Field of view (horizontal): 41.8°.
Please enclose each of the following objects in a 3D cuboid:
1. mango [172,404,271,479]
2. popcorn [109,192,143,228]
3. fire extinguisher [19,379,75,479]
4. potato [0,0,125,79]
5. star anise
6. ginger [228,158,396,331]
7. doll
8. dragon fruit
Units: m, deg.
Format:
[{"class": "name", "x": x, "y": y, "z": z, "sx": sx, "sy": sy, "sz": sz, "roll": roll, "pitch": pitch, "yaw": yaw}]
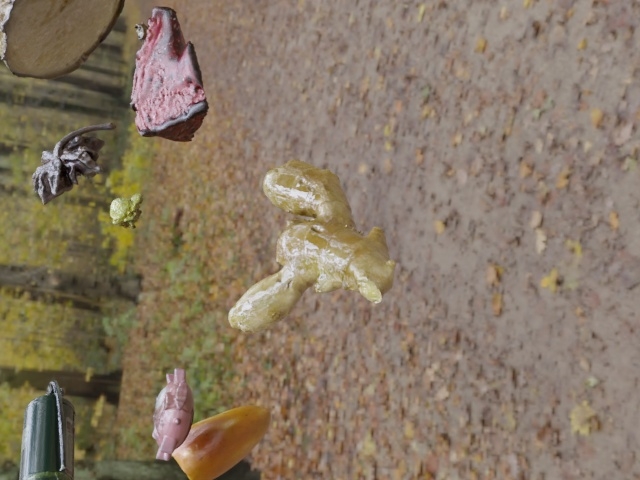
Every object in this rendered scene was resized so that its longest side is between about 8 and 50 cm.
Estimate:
[{"class": "mango", "x": -0.240, "y": 0.508, "z": 2.139, "sx": 0.138, "sy": 0.257, "sz": 0.187, "roll": 53, "pitch": 175, "yaw": 30}, {"class": "popcorn", "x": -0.386, "y": -0.063, "z": 1.685, "sx": 0.083, "sy": 0.068, "sz": 0.059, "roll": -44, "pitch": 44, "yaw": -8}, {"class": "fire extinguisher", "x": -0.472, "y": 0.347, "z": 1.464, "sx": 0.294, "sy": 0.093, "sz": 0.118, "roll": -108, "pitch": 34, "yaw": -49}, {"class": "potato", "x": -0.539, "y": -0.477, "z": 1.467, "sx": 0.290, "sy": 0.296, "sz": 0.397, "roll": -49, "pitch": -7, "yaw": -11}, {"class": "star anise", "x": -0.560, "y": -0.180, "z": 1.879, "sx": 0.209, "sy": 0.089, "sz": 0.231, "roll": -2, "pitch": 54, "yaw": 32}, {"class": "ginger", "x": 0.012, "y": -0.003, "z": 1.538, "sx": 0.348, "sy": 0.122, "sz": 0.363, "roll": -4, "pitch": 52, "yaw": 33}, {"class": "doll", "x": -0.342, "y": 0.403, "z": 1.955, "sx": 0.262, "sy": 0.093, "sz": 0.211, "roll": 122, "pitch": 155, "yaw": -57}, {"class": "dragon fruit", "x": -0.226, "y": -0.242, "z": 1.200, "sx": 0.122, "sy": 0.092, "sz": 0.192, "roll": 168, "pitch": 97, "yaw": -66}]
